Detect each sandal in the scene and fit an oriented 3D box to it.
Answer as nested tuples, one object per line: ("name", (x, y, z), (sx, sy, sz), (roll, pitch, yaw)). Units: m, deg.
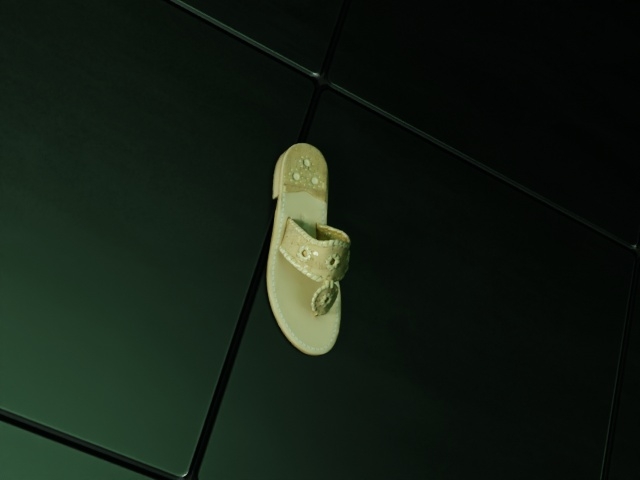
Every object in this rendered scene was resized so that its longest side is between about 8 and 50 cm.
("sandal", (-0.006, 0.000, 1.142), (0.088, 0.079, 0.240), (4, 72, -26))
